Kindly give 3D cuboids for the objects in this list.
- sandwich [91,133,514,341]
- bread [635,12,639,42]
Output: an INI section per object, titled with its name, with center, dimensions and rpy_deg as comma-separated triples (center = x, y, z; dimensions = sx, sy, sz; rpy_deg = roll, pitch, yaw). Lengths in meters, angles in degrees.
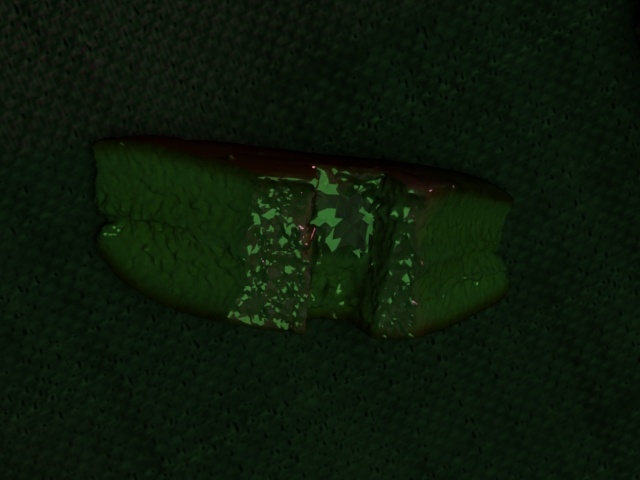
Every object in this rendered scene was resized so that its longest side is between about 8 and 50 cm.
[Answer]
[sandwich]
center = 0.000, 0.000, 0.963
dimensions = 0.245, 0.088, 0.090
rpy_deg = 5, 102, -15
[bread]
center = 0.289, -0.010, 0.988
dimensions = 0.102, 0.183, 0.337
rpy_deg = -28, 105, 0
